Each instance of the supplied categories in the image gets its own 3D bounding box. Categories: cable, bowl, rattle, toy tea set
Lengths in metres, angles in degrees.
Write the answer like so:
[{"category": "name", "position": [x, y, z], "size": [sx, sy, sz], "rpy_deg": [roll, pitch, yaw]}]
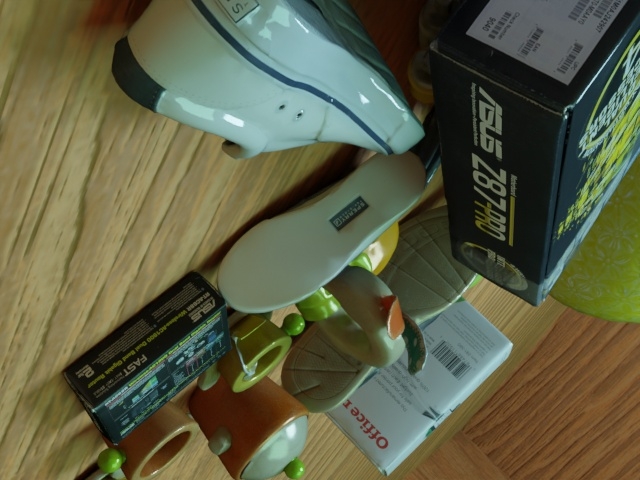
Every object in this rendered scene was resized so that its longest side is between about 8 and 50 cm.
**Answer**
[{"category": "cable", "position": [0.100, -0.131, 0.726], "size": [0.139, 0.072, 0.287], "rpy_deg": [-59, 178, -15]}, {"category": "bowl", "position": [0.273, -0.042, 0.961], "size": [0.156, 0.289, 0.289], "rpy_deg": [-9, 145, -25]}, {"category": "rattle", "position": [0.066, 0.035, 0.775], "size": [0.143, 0.130, 0.200], "rpy_deg": [-25, 180, -22]}, {"category": "toy tea set", "position": [-0.125, 0.210, 0.791], "size": [0.336, 0.124, 0.200], "rpy_deg": [-39, 160, -21]}]

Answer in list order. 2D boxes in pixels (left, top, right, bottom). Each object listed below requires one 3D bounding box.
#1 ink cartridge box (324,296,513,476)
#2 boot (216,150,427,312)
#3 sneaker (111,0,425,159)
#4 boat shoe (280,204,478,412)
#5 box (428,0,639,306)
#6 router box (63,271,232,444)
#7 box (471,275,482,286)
[{"category": "ink cartridge box", "position": [0.100, 0.156, 1.116], "size": [0.219, 0.160, 0.092], "rpy_deg": [-42, 161, -10]}, {"category": "boot", "position": [0.000, 0.000, 0.723], "size": [0.190, 0.069, 0.086], "rpy_deg": [-32, 174, -15]}, {"category": "sneaker", "position": [-0.020, -0.087, 0.490], "size": [0.091, 0.094, 0.258], "rpy_deg": [-32, 161, 17]}, {"category": "boat shoe", "position": [0.069, 0.073, 0.987], "size": [0.285, 0.103, 0.092], "rpy_deg": [-46, 175, -10]}, {"category": "box", "position": [0.225, -0.176, 0.640], "size": [0.395, 0.097, 0.318], "rpy_deg": [-54, 161, -13]}, {"category": "router box", "position": [-0.125, 0.089, 0.678], "size": [0.122, 0.038, 0.092], "rpy_deg": [-39, 161, -21]}, {"category": "box", "position": [0.234, -0.003, 1.257], "size": [0.109, 0.042, 0.178], "rpy_deg": [-18, 147, -56]}]
